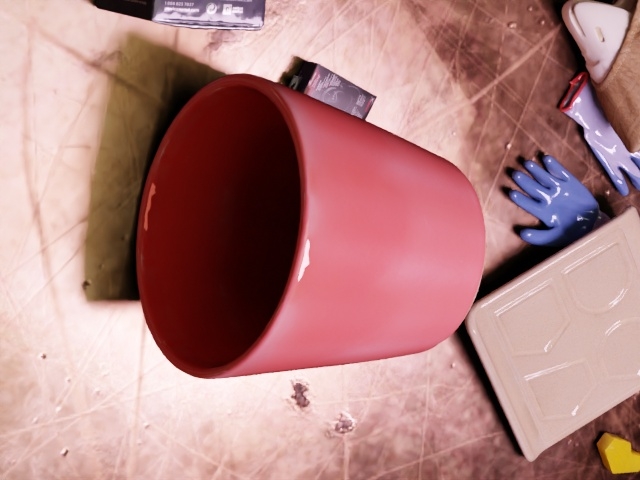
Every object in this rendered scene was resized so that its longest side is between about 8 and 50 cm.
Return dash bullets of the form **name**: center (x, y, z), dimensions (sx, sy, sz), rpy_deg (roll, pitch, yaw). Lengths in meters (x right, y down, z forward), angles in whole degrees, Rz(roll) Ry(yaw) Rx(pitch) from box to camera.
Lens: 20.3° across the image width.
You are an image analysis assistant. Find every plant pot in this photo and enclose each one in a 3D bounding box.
- **plant pot**: center (0.000, 0.000, 1.651), dimensions (0.243, 0.275, 0.275), rpy_deg (8, 98, -38)

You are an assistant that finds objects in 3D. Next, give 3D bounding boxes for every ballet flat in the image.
- **ballet flat**: center (0.318, -0.265, 1.825), dimensions (0.124, 0.116, 0.342), rpy_deg (14, 94, -11)

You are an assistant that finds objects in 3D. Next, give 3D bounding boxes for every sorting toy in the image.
- **sorting toy**: center (0.291, 0.135, 1.934), dimensions (0.229, 0.041, 0.307), rpy_deg (-33, 121, -12)

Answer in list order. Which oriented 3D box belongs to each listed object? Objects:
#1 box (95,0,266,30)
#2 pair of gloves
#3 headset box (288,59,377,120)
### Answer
- **box**: center (-0.118, -0.295, 1.570), dimensions (0.108, 0.153, 0.207), rpy_deg (0, 102, -27)
- **pair of gloves**: center (0.283, -0.070, 1.893), dimensions (0.159, 0.023, 0.198), rpy_deg (36, 83, -26)
- **headset box**: center (0.004, -0.132, 1.735), dimensions (0.083, 0.032, 0.062), rpy_deg (26, 89, -28)
